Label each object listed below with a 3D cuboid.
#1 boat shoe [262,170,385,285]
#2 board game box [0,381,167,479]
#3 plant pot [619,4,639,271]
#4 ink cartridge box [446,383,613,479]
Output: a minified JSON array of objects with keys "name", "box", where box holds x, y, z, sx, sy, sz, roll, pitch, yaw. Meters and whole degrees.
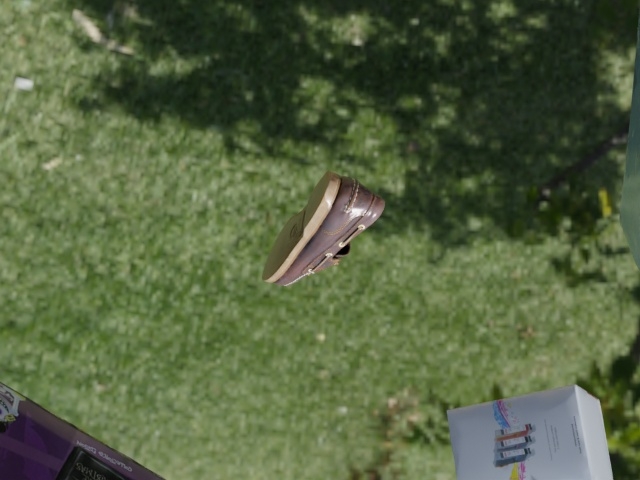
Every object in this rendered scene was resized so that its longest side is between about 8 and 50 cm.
[{"name":"boat shoe","box":[0.000,0.000,1.373,0.073,0.073,0.207,21,149,-15]},{"name":"board game box","box":[-0.173,0.184,0.414,0.208,0.056,0.347,33,113,-22]},{"name":"plant pot","box":[0.394,-0.061,1.077,0.247,0.252,0.248,4,115,10]},{"name":"ink cartridge box","box":[0.269,0.269,1.625,0.176,0.127,0.128,-14,161,22]}]
